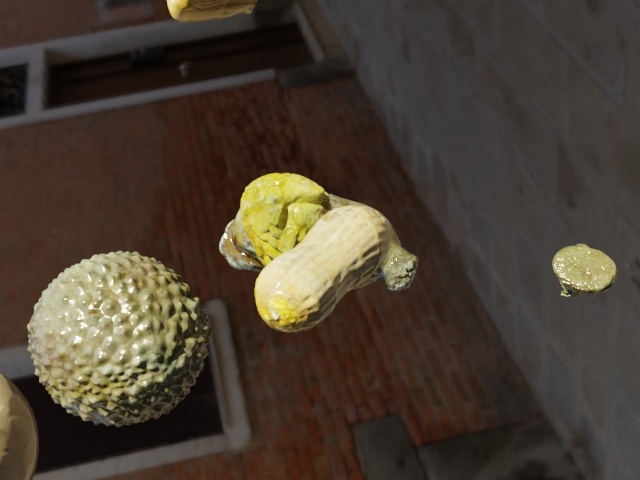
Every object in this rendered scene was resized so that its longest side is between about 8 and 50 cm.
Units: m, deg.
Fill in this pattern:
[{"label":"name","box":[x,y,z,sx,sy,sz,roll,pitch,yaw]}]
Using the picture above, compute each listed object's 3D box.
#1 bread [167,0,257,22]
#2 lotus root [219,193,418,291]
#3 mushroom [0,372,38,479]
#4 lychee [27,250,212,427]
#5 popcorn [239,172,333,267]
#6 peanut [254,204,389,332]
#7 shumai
[{"label":"bread","box":[-0.169,-0.424,1.684,0.085,0.173,0.134,56,135,18]},{"label":"lotus root","box":[0.001,-0.002,1.714,0.175,0.349,0.175,9,-90,-66]},{"label":"mushroom","box":[-0.707,0.378,1.921,0.294,0.362,0.362,-132,31,-69]},{"label":"lychee","box":[-0.288,0.144,1.495,0.274,0.255,0.255,23,127,55]},{"label":"popcorn","box":[-0.038,-0.026,1.244,0.120,0.106,0.116,42,146,22]},{"label":"peanut","box":[0.007,0.025,1.114,0.087,0.206,0.087,21,130,27]},{"label":"shumai","box":[0.513,0.073,2.037,0.099,0.123,0.087,-58,-18,-26]}]
